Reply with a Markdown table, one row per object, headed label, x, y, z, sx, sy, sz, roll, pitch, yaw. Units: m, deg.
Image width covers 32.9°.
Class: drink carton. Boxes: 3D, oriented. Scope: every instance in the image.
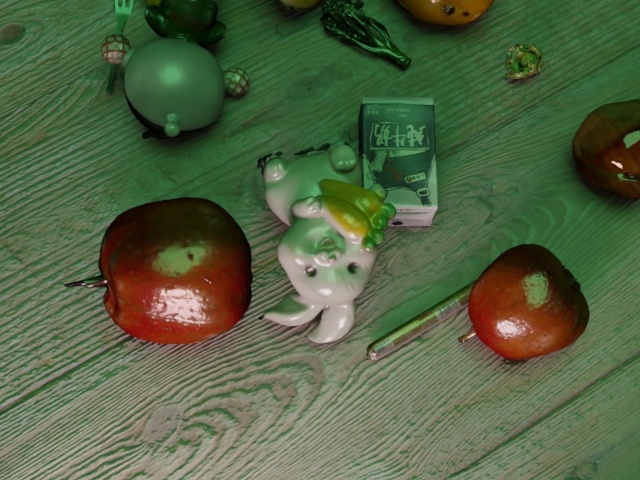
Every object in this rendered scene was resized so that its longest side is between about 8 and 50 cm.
| label | x | y | z | sx | sy | sz | roll | pitch | yaw |
| --- | --- | --- | --- | --- | --- | --- | --- | --- | --- |
| drink carton | 0.137 | -0.140 | 1.952 | 0.134 | 0.102 | 0.222 | 1 | 71 | -3 |

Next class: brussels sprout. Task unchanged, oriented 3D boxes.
| label | x | y | z | sx | sy | sz | roll | pitch | yaw |
| --- | --- | --- | --- | --- | --- | --- | --- | --- | --- |
| brussels sprout | 0.387 | -0.341 | 2.057 | 0.085 | 0.058 | 0.085 | -11 | 70 | 31 |

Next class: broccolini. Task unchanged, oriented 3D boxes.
| label | x | y | z | sx | sy | sz | roll | pitch | yaw |
| --- | --- | --- | --- | --- | --- | --- | --- | --- | --- |
| broccolini | 0.086 | -0.393 | 2.083 | 0.202 | 0.068 | 0.091 | 42 | 86 | -2 |

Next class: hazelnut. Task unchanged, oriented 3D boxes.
| label | x | y | z | sx | sy | sz | roll | pitch | yaw |
| --- | --- | --- | --- | --- | --- | --- | --- | --- | --- |
| hazelnut | 0.538 | -0.159 | 1.938 | 0.182 | 0.182 | 0.182 | 0 | 69 | -1 |

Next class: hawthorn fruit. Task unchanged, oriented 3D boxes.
| label | x | y | z | sx | sy | sz | roll | pitch | yaw |
| --- | --- | --- | --- | --- | --- | --- | --- | --- | --- |
| hawthorn fruit | -0.267 | 0.057 | 1.779 | 0.300 | 0.254 | 0.254 | -9 | 69 | -21 |
| hawthorn fruit | 0.329 | 0.116 | 1.825 | 0.225 | 0.196 | 0.196 | -30 | 71 | 12 |

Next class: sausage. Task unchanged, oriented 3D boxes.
| label | x | y | z | sx | sy | sz | roll | pitch | yaw |
| --- | --- | --- | --- | --- | --- | --- | --- | --- | --- |
| sausage | 0.189 | 0.135 | 1.879 | 0.269 | 0.033 | 0.033 | -30 | 72 | -12 |

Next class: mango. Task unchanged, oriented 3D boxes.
| label | x | y | z | sx | sy | sz | roll | pitch | yaw |
| --- | --- | --- | --- | --- | --- | --- | --- | --- | --- |
| mango | 0.209 | -0.528 | 2.074 | 0.191 | 0.160 | 0.290 | -34 | 69 | -4 |

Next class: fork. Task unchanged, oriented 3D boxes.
| label | x | y | z | sx | sy | sz | roll | pitch | yaw |
| --- | --- | --- | --- | --- | --- | --- | --- | --- | --- |
| fork | -0.390 | -0.385 | 2.078 | 0.039 | 0.021 | 0.235 | 3 | 70 | 5 |

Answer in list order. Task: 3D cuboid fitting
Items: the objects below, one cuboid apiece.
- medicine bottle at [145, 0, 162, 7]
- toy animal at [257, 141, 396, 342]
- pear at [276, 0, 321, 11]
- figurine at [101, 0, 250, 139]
| label | x | y | z | sx | sy | sz | roll | pitch | yaw |
| --- | --- | --- | --- | --- | --- | --- | --- | --- | --- |
| medicine bottle | -0.356 | -0.585 | 2.125 | 0.111 | 0.076 | 0.309 | -24 | 70 | -26 |
| toy animal | -0.001 | -0.003 | 1.821 | 0.182 | 0.247 | 0.310 | 0 | 64 | -24 |
| pear | 0.003 | -0.573 | 2.026 | 0.178 | 0.267 | 0.267 | -7 | 62 | 40 |
| figurine | -0.254 | -0.347 | 1.978 | 0.281 | 0.167 | 0.370 | 13 | 74 | -18 |
